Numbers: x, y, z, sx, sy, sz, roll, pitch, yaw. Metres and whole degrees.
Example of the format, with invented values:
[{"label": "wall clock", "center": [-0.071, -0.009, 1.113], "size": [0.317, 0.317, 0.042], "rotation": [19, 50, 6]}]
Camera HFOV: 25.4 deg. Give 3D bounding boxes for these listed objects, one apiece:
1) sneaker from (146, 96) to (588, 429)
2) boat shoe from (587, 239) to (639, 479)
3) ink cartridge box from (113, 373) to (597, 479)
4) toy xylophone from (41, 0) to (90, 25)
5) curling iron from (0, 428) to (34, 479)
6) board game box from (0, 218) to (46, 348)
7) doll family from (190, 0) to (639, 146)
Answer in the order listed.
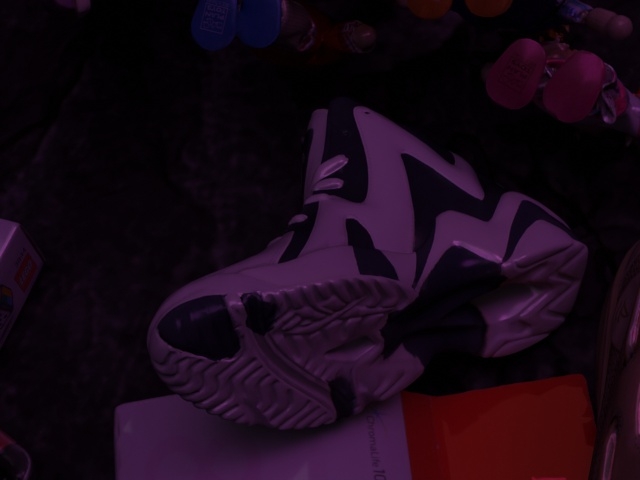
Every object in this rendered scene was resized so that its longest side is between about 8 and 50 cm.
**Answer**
[{"label": "sneaker", "center": [0.000, 0.000, 0.702], "size": [0.235, 0.094, 0.153], "rotation": [-17, 43, -27]}, {"label": "boat shoe", "center": [0.166, 0.123, 0.606], "size": [0.122, 0.110, 0.341], "rotation": [2, 59, 2]}, {"label": "ink cartridge box", "center": [0.023, 0.151, 0.660], "size": [0.232, 0.066, 0.189], "rotation": [-12, 58, 9]}, {"label": "toy xylophone", "center": [-0.032, -0.234, 0.838], "size": [0.323, 0.236, 0.081], "rotation": [-28, 102, -1]}, {"label": "curling iron", "center": [-0.242, 0.064, 0.710], "size": [0.274, 0.035, 0.068], "rotation": [37, 71, 24]}, {"label": "board game box", "center": [-0.299, 0.105, 0.750], "size": [0.193, 0.053, 0.305], "rotation": [14, 64, 17]}, {"label": "doll family", "center": [0.070, -0.132, 0.761], "size": [0.263, 0.163, 0.118], "rotation": [16, 97, 19]}]
